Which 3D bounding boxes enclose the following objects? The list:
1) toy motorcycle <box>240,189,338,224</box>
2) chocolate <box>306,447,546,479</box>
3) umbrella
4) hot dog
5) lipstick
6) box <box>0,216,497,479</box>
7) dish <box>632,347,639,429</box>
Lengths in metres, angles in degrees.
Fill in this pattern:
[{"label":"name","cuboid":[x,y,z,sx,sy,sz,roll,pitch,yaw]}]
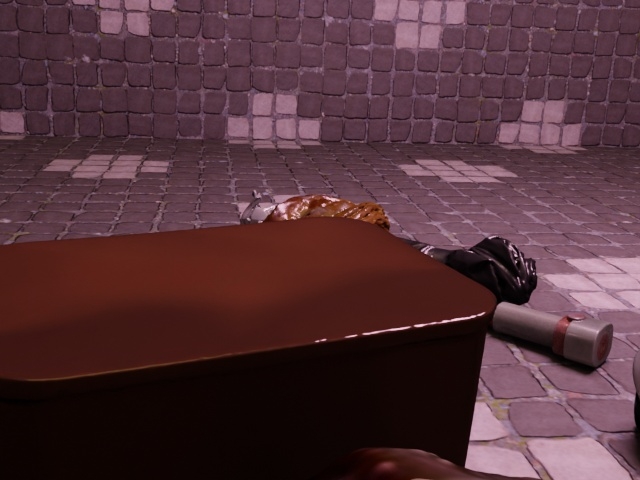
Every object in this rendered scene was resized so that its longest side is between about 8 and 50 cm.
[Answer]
[{"label":"toy motorcycle","cuboid":[-0.055,-0.035,1.330,0.221,0.102,0.150,-8,40,-24]},{"label":"chocolate","cuboid":[0.108,0.226,0.285,0.210,0.225,0.340,7,12,-34]},{"label":"umbrella","cuboid":[0.156,0.040,1.090,0.340,0.118,0.118,9,18,26]},{"label":"hot dog","cuboid":[-0.002,-0.001,1.046,0.175,0.114,0.259,2,35,34]},{"label":"lipstick","cuboid":[0.285,0.112,0.949,0.186,0.057,0.063,14,20,40]},{"label":"box","cuboid":[-0.069,0.131,0.531,0.339,0.230,0.239,-6,18,-25]},{"label":"dish","cuboid":[0.363,0.176,0.738,0.141,0.078,0.141,21,42,-20]}]
